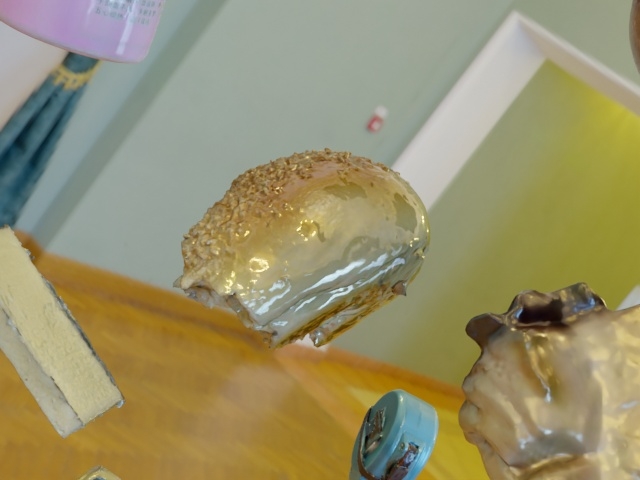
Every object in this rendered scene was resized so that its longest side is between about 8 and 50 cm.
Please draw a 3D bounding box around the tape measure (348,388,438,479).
[{"bbox_3d":[0.093,0.255,1.300,0.081,0.125,0.146,28,35,-12],"label":"tape measure"}]

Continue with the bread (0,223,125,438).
[{"bbox_3d":[-0.192,0.059,0.693,0.154,0.028,0.068,55,15,1],"label":"bread"}]

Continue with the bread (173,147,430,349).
[{"bbox_3d":[0.002,-0.002,0.974,0.171,0.192,0.314,60,16,11],"label":"bread"}]

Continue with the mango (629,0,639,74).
[{"bbox_3d":[0.476,-0.231,1.130,0.221,0.264,0.378,12,22,-8],"label":"mango"}]

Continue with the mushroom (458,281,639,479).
[{"bbox_3d":[0.269,0.181,0.519,0.224,0.313,0.397,45,21,-49],"label":"mushroom"}]

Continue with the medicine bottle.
[{"bbox_3d":[-0.224,-0.350,1.085,0.178,0.291,0.178,20,15,-6],"label":"medicine bottle"}]

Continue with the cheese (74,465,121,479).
[{"bbox_3d":[-0.322,0.512,1.568,0.316,0.128,0.259,53,31,-1],"label":"cheese"}]
